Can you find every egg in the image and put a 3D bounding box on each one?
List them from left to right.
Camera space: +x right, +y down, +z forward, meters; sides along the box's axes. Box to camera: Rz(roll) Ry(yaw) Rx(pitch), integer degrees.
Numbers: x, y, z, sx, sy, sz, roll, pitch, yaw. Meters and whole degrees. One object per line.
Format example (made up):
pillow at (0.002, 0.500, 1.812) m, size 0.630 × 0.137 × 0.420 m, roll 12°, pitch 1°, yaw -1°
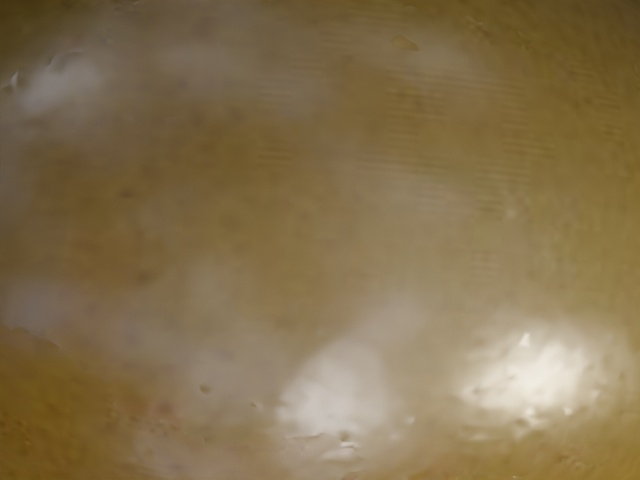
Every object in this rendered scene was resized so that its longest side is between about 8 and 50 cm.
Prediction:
egg at (0.000, 0.000, 0.495) m, size 0.322 × 0.250 × 0.250 m, roll 4°, pitch 91°, yaw -14°
